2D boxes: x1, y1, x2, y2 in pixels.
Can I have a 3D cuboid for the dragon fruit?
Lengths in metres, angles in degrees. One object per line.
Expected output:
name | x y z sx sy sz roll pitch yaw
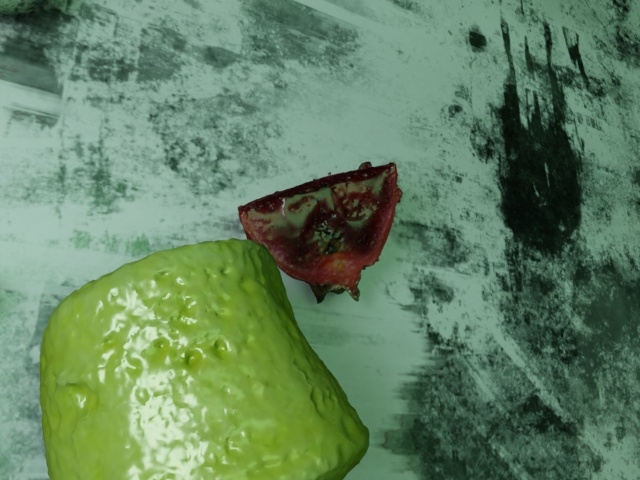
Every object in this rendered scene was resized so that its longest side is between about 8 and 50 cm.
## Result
dragon fruit | 0.000 0.000 0.992 0.262 0.134 0.211 -15 94 -20

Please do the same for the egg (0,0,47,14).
egg | -0.418 -0.382 0.842 0.132 0.132 0.172 38 48 -16

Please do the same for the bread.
bread | -0.139 0.175 0.703 0.348 0.348 0.307 -10 77 -34
